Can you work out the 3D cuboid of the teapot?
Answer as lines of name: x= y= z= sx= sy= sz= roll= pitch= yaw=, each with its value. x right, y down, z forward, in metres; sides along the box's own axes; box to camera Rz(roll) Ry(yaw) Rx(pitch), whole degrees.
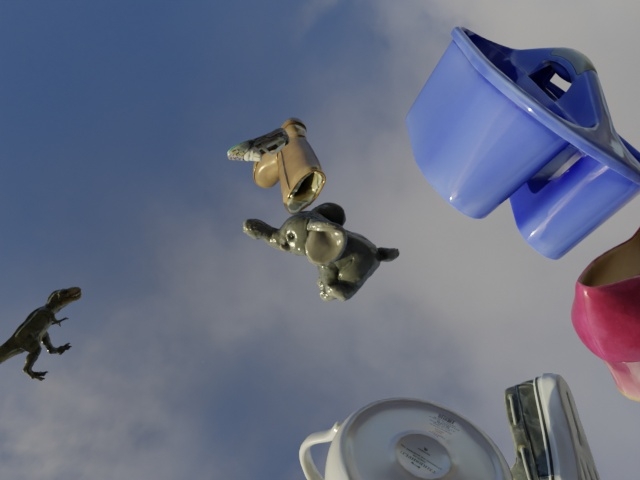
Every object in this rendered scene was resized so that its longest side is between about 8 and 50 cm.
teapot: x=0.115 y=0.347 z=0.616 sx=0.252 sy=0.256 sz=0.187 roll=0 pitch=-66 yaw=-12

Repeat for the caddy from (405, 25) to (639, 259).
caddy: x=0.247 y=-0.143 z=0.565 sx=0.241 sy=0.179 sz=0.341 roll=24 pitch=-146 yaw=-14

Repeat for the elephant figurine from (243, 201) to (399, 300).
elephant figurine: x=0.000 y=0.000 z=0.957 sx=0.186 sy=0.169 sz=0.239 roll=-47 pitch=-65 yaw=-22

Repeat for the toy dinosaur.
toy dinosaur: x=-0.588 y=0.214 z=0.964 sx=0.268 sy=0.064 sz=0.118 roll=-53 pitch=-54 yaw=-40

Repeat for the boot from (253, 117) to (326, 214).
boot: x=-0.091 y=-0.159 z=1.180 sx=0.089 sy=0.236 sz=0.270 roll=15 pitch=-144 yaw=-27

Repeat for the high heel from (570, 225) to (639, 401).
high heel: x=0.266 y=-0.005 z=0.363 sx=0.244 sy=0.082 sz=0.117 roll=-47 pitch=-63 yaw=-18

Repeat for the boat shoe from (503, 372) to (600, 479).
boat shoe: x=0.357 y=0.374 z=0.725 sx=0.121 sy=0.119 sz=0.335 roll=42 pitch=-142 yaw=-24

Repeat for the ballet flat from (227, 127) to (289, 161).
ballet flat: x=-0.101 y=-0.157 z=0.798 sx=0.114 sy=0.041 sz=0.041 roll=-28 pitch=-96 yaw=-20
